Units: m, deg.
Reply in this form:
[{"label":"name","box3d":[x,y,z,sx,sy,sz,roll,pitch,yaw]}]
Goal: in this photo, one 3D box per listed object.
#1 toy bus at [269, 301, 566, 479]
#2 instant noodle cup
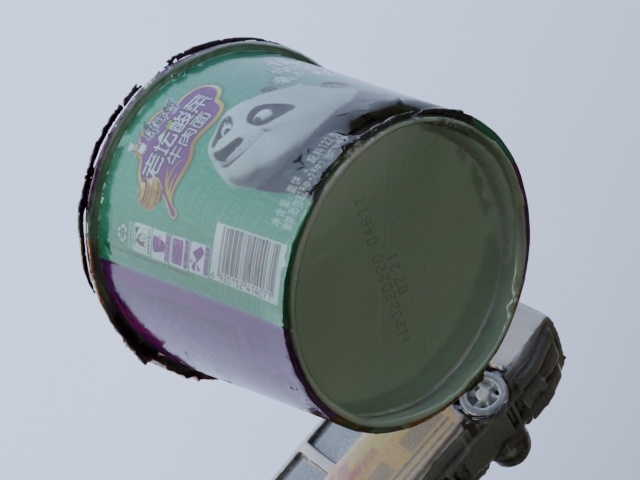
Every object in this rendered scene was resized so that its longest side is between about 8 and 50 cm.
[{"label":"toy bus","box3d":[0.061,0.189,0.794,0.342,0.138,0.097,-48,-42,-15]},{"label":"instant noodle cup","box3d":[0.000,0.000,0.614,0.251,0.190,0.251,-12,-70,-36]}]
